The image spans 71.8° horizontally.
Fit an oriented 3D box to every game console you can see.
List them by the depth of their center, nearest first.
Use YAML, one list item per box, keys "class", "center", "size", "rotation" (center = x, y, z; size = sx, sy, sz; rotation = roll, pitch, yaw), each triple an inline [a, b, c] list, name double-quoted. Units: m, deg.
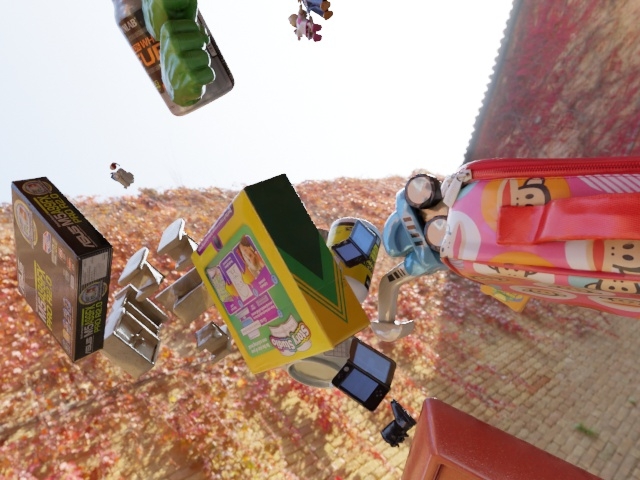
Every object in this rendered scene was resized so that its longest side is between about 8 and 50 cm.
- class: "game console"
  center: [0.111, 0.350, 1.159]
  size: [0.124, 0.144, 0.085]
  rotation: [-44, -40, -27]
- class: "game console"
  center: [0.096, 0.009, 1.307]
  size: [0.107, 0.122, 0.071]
  rotation: [-22, -53, -13]

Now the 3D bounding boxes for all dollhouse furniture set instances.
- class: "dollhouse furniture set"
  center: [-0.418, 0.171, 1.290]
  size: [0.394, 0.256, 0.362]
  rotation: [-36, -64, 7]

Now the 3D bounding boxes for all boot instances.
- class: "boot"
  center: [0.208, 0.516, 1.248]
  size: [0.099, 0.121, 0.045]
  rotation: [-45, -63, -4]

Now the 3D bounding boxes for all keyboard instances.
- class: "keyboard"
  center: [0.032, 0.171, 1.120]
  size: [0.072, 0.255, 0.014]
  rotation: [16, -37, -28]

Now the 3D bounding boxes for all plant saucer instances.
- class: "plant saucer"
  center: [0.211, 0.320, 0.491]
  size: [0.048, 0.259, 0.259]
  rotation: [-46, -32, -43]
- class: "plant saucer"
  center: [-0.010, 0.438, 1.579]
  size: [0.400, 0.401, 0.100]
  rotation: [67, -152, -42]

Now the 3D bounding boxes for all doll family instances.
- class: "doll family"
  center: [-0.028, -0.699, 1.238]
  size: [0.118, 0.163, 0.262]
  rotation: [-29, -35, -20]

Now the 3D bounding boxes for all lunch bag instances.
- class: "lunch bag"
  center: [0.257, 0.002, 0.372]
  size: [0.258, 0.293, 0.120]
  rotation: [17, -99, -53]

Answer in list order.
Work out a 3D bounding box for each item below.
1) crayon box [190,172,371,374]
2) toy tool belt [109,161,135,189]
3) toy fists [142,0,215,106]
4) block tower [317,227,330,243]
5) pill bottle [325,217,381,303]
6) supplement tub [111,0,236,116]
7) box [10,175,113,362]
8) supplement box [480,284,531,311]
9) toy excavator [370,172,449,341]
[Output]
- class: "crayon box"
  center: [-0.106, 0.091, 0.898]
  size: [0.106, 0.363, 0.313]
  rotation: [-27, -96, -37]
- class: "toy tool belt"
  center: [-0.605, -0.190, 1.327]
  size: [0.051, 0.052, 0.083]
  rotation: [-36, -53, 20]
- class: "toy fists"
  center: [-0.281, -0.413, 0.866]
  size: [0.096, 0.142, 0.279]
  rotation: [-15, -97, -21]
- class: "block tower"
  center: [0.000, 0.000, 1.889]
  size: [0.336, 0.091, 0.097]
  rotation: [13, -101, -38]
- class: "pill bottle"
  center: [0.085, 0.103, 1.498]
  size: [0.188, 0.188, 0.333]
  rotation: [55, -136, -46]
- class: "supplement tub"
  center: [-0.359, -0.483, 1.077]
  size: [0.194, 0.194, 0.315]
  rotation: [-39, -62, -22]
- class: "box"
  center: [-0.466, 0.056, 0.791]
  size: [0.060, 0.216, 0.270]
  rotation: [-26, -32, -49]
- class: "supplement box"
  center: [0.371, 0.015, 0.786]
  size: [0.233, 0.078, 0.080]
  rotation: [-46, -22, -34]
- class: "toy excavator"
  center: [0.300, 0.062, 1.437]
  size: [0.445, 0.432, 0.222]
  rotation: [-34, -22, 36]
